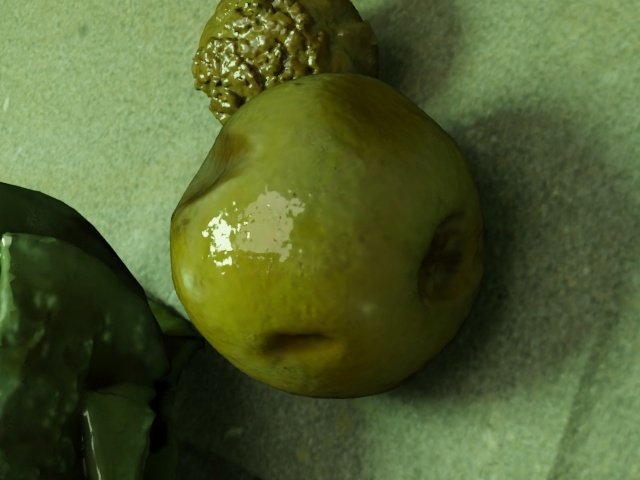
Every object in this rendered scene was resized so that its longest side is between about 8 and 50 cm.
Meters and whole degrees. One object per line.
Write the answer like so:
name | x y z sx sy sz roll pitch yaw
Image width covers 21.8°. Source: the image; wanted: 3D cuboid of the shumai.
shumai | -0.249 0.130 1.143 0.395 0.395 0.348 22 92 43

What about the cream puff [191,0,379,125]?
cream puff | -0.029 -0.119 1.180 0.103 0.126 0.144 -58 4 -29

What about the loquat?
loquat | 0.000 -0.005 1.071 0.213 0.213 0.213 -15 67 37
